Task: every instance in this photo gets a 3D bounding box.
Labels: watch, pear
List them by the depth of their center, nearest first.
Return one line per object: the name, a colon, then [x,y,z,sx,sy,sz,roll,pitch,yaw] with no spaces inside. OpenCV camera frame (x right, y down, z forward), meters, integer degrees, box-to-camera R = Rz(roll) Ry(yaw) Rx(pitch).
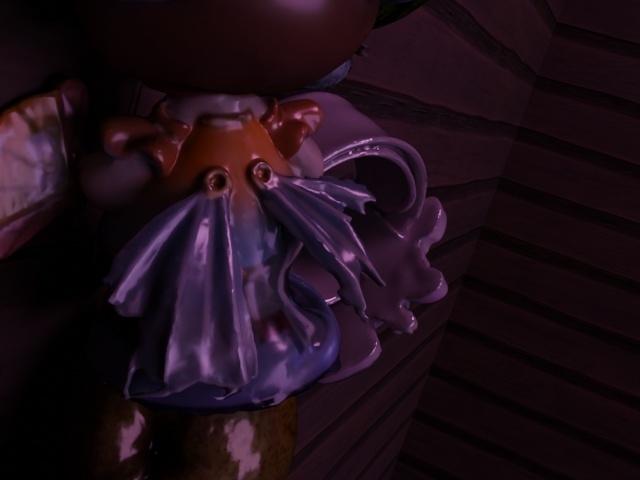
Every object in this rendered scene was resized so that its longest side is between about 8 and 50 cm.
pear: [-0.119,0.168,0.625,0.211,0.188,0.228,63,49,-72]
watch: [0.000,0.000,0.738,0.244,0.196,0.231,-47,144,1]

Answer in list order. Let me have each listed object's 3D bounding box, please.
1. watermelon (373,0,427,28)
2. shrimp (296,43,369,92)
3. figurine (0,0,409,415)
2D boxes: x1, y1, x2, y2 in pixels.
watermelon: [0.053,-0.294,0.691,0.193,0.137,0.145,-50,168,17]
shrimp: [-0.005,-0.181,0.748,0.090,0.079,0.233,-35,172,18]
figurine: [-0.057,-0.088,0.457,0.277,0.248,0.387,-10,116,-33]
